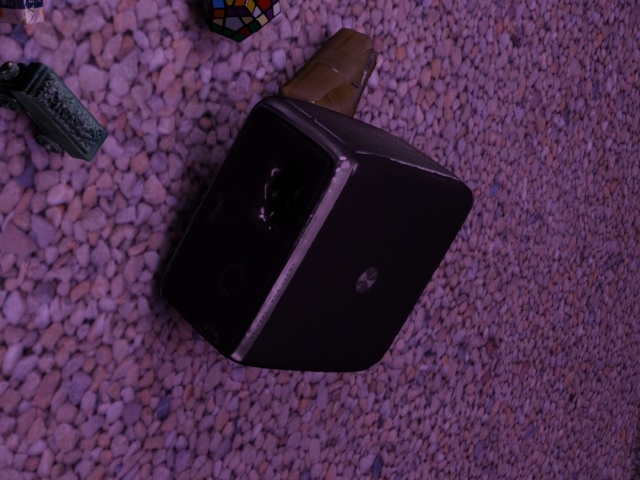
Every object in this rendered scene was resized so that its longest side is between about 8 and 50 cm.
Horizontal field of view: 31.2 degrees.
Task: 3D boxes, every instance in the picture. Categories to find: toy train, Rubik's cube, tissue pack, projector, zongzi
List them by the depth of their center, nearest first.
[{"bbox_3d":[-0.392,-0.325,1.489,0.042,0.062,0.083,-25,121,-49],"label":"tissue pack"},{"bbox_3d":[-0.362,-0.175,1.546,0.070,0.099,0.172,-61,140,-22],"label":"toy train"},{"bbox_3d":[-0.126,-0.372,1.765,0.133,0.133,0.112,-45,107,-33],"label":"Rubik's cube"},{"bbox_3d":[0.000,0.000,1.871,0.405,0.242,0.395,10,113,-52],"label":"projector"},{"bbox_3d":[0.025,-0.218,2.011,0.228,0.115,0.256,-49,143,-34],"label":"zongzi"}]
